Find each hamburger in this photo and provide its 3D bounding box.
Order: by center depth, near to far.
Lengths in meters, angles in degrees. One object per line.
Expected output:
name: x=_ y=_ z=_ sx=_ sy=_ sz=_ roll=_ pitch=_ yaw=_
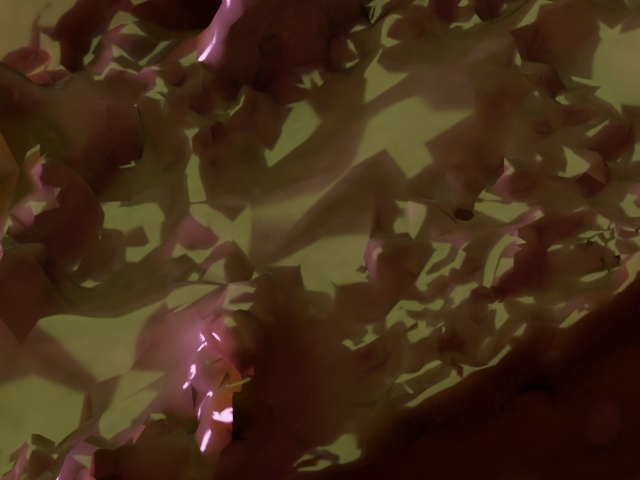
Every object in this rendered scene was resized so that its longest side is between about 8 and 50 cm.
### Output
hamburger: x=-0.060 y=0.040 z=0.506 sx=0.445 sy=0.287 sz=0.268 roll=-24 pitch=51 yaw=3
